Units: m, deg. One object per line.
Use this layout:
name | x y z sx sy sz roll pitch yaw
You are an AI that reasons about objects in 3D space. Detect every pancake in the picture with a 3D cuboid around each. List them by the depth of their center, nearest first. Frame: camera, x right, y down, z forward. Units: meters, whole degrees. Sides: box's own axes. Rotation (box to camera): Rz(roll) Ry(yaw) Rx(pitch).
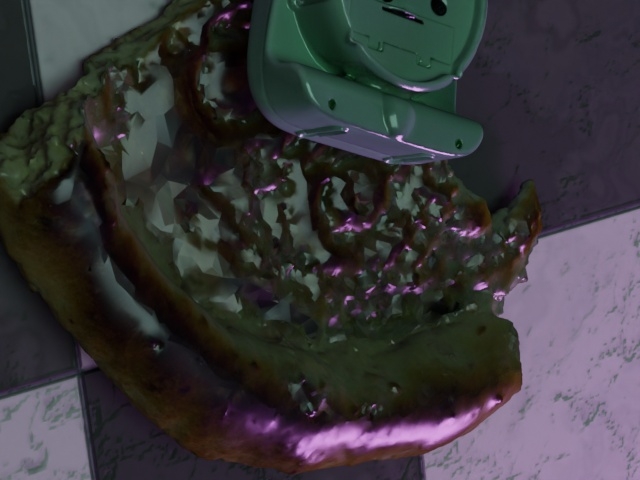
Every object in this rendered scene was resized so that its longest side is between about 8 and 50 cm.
pancake | -0.003 0.004 1.140 0.427 0.067 0.305 44 70 -31

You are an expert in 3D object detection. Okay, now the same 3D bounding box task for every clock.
clock | 0.036 -0.158 1.110 0.159 0.066 0.211 12 79 -41
